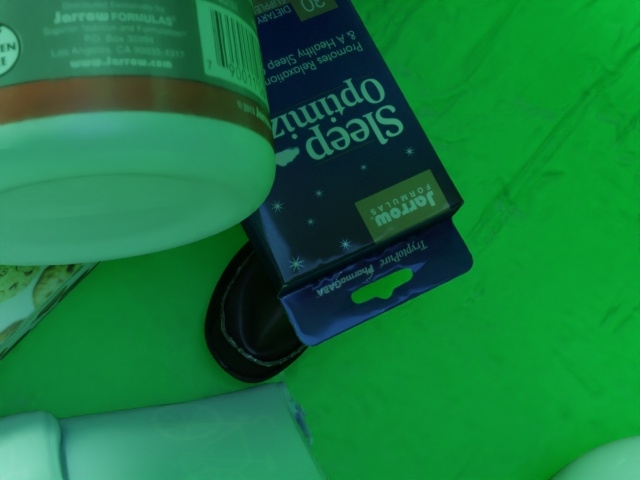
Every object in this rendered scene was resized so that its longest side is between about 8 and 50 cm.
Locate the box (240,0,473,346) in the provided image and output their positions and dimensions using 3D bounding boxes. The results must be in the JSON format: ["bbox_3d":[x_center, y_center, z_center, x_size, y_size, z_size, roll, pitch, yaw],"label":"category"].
[{"bbox_3d":[-0.001,-0.058,0.816,0.136,0.036,0.225,-25,80,-17],"label":"box"}]

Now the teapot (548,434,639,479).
[{"bbox_3d":[0.248,0.244,0.809,0.253,0.187,0.256,-8,80,-16],"label":"teapot"}]

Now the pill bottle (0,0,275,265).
[{"bbox_3d":[-0.151,-0.183,0.716,0.210,0.210,0.362,-5,75,-16],"label":"pill bottle"}]

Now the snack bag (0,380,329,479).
[{"bbox_3d":[-0.132,0.177,0.677,0.343,0.323,0.037,-6,115,-16],"label":"snack bag"}]

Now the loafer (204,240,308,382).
[{"bbox_3d":[0.000,0.000,0.858,0.080,0.078,0.220,38,70,-4],"label":"loafer"}]

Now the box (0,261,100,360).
[{"bbox_3d":[-0.162,-0.017,0.827,0.067,0.063,0.324,44,70,-1],"label":"box"}]
